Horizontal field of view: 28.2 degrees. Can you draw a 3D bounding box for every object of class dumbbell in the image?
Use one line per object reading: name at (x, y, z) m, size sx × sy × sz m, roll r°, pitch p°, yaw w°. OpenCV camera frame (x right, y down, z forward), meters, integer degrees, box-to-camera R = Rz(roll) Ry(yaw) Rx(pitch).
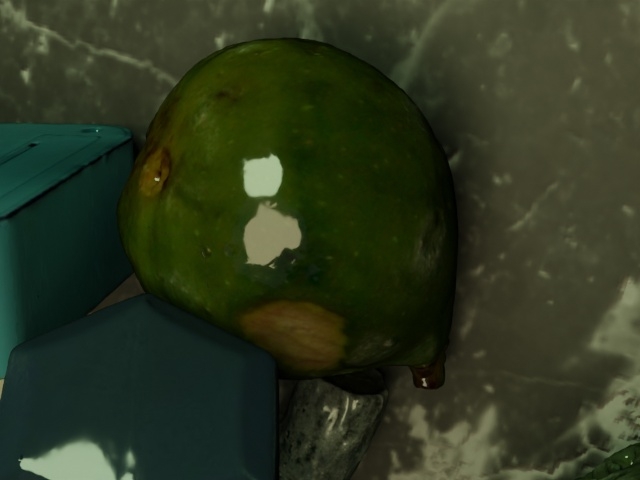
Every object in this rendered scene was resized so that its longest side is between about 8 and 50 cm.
dumbbell at (-0.091, 0.174, 0.744) m, size 0.160 × 0.144 × 0.325 m, roll 26°, pitch 149°, yaw 17°

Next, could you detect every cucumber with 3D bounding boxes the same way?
cucumber at (0.001, 0.131, 0.831) m, size 0.064 × 0.064 × 0.112 m, roll 25°, pitch 112°, yaw 6°

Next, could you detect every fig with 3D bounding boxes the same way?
fig at (0.000, 0.000, 0.749) m, size 0.195 × 0.195 × 0.245 m, roll -37°, pitch 129°, yaw 21°

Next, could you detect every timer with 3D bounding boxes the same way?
timer at (-0.257, -0.009, 0.767) m, size 0.250 × 0.232 × 0.091 m, roll 6°, pitch 111°, yaw 14°

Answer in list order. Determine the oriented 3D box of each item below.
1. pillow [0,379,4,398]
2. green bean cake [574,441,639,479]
pillow at (-0.246, 0.097, 0.877) m, size 0.181 × 0.078 × 0.134 m, roll -3°, pitch 105°, yaw 14°
green bean cake at (0.152, 0.239, 0.739) m, size 0.125 × 0.222 × 0.227 m, roll 43°, pitch 108°, yaw -1°
